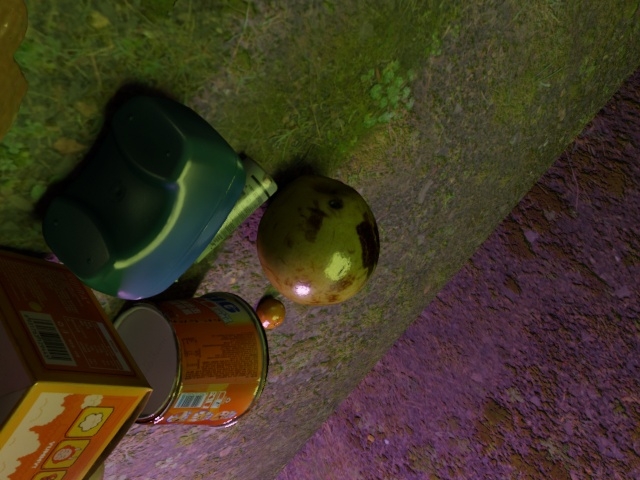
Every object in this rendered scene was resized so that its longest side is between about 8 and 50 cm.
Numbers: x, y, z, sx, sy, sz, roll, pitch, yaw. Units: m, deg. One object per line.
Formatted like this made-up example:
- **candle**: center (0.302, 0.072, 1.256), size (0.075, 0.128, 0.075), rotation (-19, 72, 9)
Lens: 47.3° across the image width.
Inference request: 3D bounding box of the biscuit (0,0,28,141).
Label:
- **biscuit**: center (-0.458, -0.142, 0.795), size (0.376, 0.051, 0.269), rotation (-54, 155, 16)

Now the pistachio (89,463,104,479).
- **pistachio**: center (-0.547, 0.475, 1.455), size (0.230, 0.230, 0.309), rotation (-18, 140, -48)

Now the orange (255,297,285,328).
- **orange**: center (-0.127, 0.188, 1.870), size (0.083, 0.070, 0.083), rotation (-33, 154, -18)

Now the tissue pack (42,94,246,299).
- **tissue pack**: center (-0.249, -0.058, 1.095), size (0.287, 0.198, 0.206), rotation (-54, 155, 10)

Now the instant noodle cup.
- **instant noodle cup**: center (-0.279, 0.238, 1.456), size (0.214, 0.296, 0.296), rotation (10, 121, -53)

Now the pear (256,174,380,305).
- **pear**: center (0.000, 0.000, 1.547), size (0.283, 0.283, 0.283), rotation (-38, 155, -21)

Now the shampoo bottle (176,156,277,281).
- **shampoo bottle**: center (-0.200, -0.039, 1.357), size (0.262, 0.085, 0.085), rotation (-44, 157, -6)

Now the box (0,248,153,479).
- **box**: center (-0.435, 0.200, 1.051), size (0.259, 0.283, 0.214), rotation (-52, 145, 14)
